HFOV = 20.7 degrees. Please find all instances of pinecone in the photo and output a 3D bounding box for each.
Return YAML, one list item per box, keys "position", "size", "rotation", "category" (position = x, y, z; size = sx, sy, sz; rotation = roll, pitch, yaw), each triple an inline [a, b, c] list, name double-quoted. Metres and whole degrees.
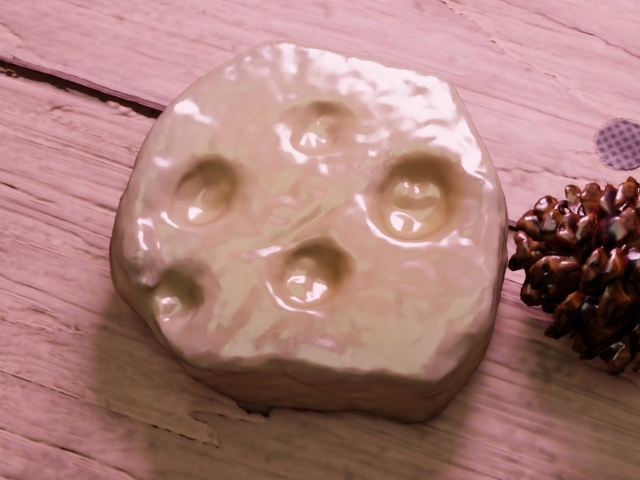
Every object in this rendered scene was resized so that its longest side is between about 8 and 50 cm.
- position: [0.228, 0.021, 1.352]
  size: [0.174, 0.173, 0.173]
  rotation: [-1, 67, 2]
  category: "pinecone"

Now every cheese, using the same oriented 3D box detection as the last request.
- position: [0.000, 0.000, 1.387]
  size: [0.318, 0.115, 0.326]
  rotation: [-30, 69, -10]
  category: "cheese"
